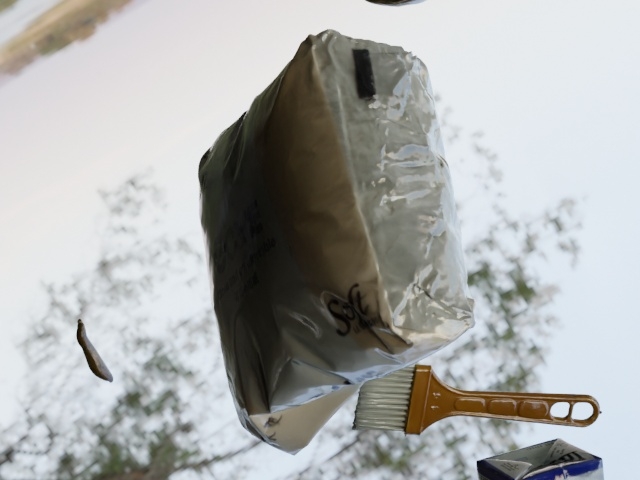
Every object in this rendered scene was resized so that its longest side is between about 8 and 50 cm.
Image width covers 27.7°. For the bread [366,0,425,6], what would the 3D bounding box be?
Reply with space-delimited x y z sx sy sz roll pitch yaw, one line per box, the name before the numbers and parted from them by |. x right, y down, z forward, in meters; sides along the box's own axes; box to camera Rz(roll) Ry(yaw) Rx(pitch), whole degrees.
bread | 0.112 -0.476 2.006 0.236 0.236 0.070 -24 177 30

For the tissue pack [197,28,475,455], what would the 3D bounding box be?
tissue pack | 0.000 0.000 1.399 0.195 0.390 0.375 0 157 -33

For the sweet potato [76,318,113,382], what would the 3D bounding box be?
sweet potato | -0.337 0.167 1.911 0.026 0.115 0.026 -19 -154 10

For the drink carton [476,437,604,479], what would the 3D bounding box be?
drink carton | 0.285 0.415 1.590 0.131 0.314 0.106 -11 -171 -18

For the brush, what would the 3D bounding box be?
brush | 0.195 0.199 1.569 0.315 0.090 0.017 5 -166 -14
